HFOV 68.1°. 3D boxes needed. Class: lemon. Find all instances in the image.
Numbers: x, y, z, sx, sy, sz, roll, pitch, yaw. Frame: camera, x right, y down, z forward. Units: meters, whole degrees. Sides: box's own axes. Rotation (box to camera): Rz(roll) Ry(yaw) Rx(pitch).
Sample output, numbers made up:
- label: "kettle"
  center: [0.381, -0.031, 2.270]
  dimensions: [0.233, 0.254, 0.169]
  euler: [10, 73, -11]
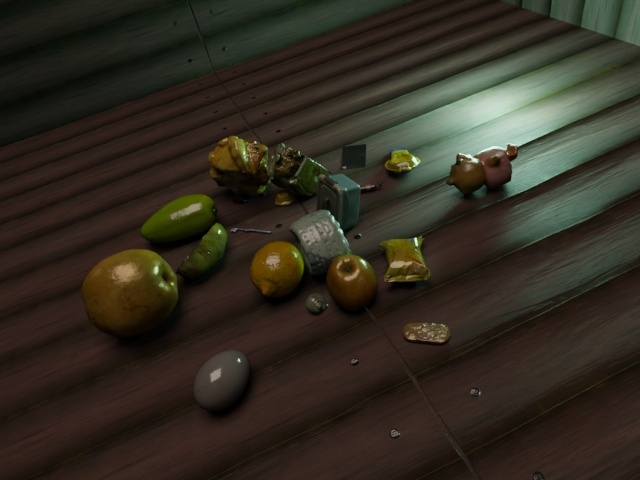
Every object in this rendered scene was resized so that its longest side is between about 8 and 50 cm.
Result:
- label: "lemon"
  center: [-0.152, 0.099, 1.672]
  dimensions: [0.186, 0.187, 0.244]
  euler: [4, 42, 20]

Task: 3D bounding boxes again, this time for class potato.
- label: "potato"
  center: [-0.446, 0.056, 1.855]
  dimensions: [0.111, 0.160, 0.272]
  euler: [37, 55, -8]

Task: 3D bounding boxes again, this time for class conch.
- label: "conch"
  center: [-0.017, 0.207, 1.619]
  dimensions: [0.076, 0.057, 0.085]
  euler: [-21, 42, -26]

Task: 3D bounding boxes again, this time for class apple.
- label: "apple"
  center: [0.102, 0.135, 1.583]
  dimensions: [0.182, 0.155, 0.182]
  euler: [-6, 42, 6]

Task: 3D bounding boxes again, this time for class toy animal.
- label: "toy animal"
  center: [0.632, -0.276, 1.878]
  dimensions: [0.281, 0.195, 0.169]
  euler: [-12, 82, -2]

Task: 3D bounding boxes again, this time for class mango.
- label: "mango"
  center: [-0.608, -0.090, 2.027]
  dimensions: [0.343, 0.156, 0.192]
  euler: [-20, 41, -4]

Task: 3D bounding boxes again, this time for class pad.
- label: "pad"
  center: [0.159, -0.401, 2.253]
  dimensions: [0.116, 0.004, 0.193]
  euler: [-4, 43, 11]

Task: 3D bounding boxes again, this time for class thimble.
- label: "thimble"
  center: [0.000, 0.000, 1.719]
  dimensions: [0.171, 0.205, 0.250]
  euler: [-24, 44, -8]

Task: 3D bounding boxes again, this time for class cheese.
- label: "cheese"
  center: [0.360, -0.358, 2.106]
  dimensions: [0.156, 0.064, 0.250]
  euler: [-8, 33, 7]

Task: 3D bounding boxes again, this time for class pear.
- label: "pear"
  center: [-0.660, 0.183, 1.652]
  dimensions: [0.314, 0.314, 0.314]
  euler: [-8, 43, 8]

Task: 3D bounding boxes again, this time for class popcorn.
- label: "popcorn"
  center: [-0.344, -0.336, 2.112]
  dimensions: [0.315, 0.297, 0.281]
  euler: [-23, 48, 41]

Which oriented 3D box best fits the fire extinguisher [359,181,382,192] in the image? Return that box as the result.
- label: "fire extinguisher"
  center: [0.183, -0.224, 2.040]
  dimensions: [0.173, 0.035, 0.049]
  euler: [-10, 4, 6]

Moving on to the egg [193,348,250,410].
- label: "egg"
  center: [-0.290, 0.411, 1.408]
  dimensions: [0.146, 0.146, 0.198]
  euler: [19, 45, 32]

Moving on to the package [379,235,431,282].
- label: "package"
  center: [0.295, 0.065, 1.651]
  dimensions: [0.168, 0.090, 0.226]
  euler: [-8, 40, 5]

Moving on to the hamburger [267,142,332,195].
- label: "hamburger"
  center: [-0.101, -0.289, 2.059]
  dimensions: [0.192, 0.288, 0.167]
  euler: [-54, 50, 7]

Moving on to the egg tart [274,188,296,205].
- label: "egg tart"
  center: [-0.160, -0.195, 2.098]
  dimensions: [0.105, 0.039, 0.105]
  euler: [-10, 42, 9]

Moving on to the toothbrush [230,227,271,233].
- label: "toothbrush"
  center: [-0.293, -0.039, 1.987]
  dimensions: [0.193, 0.013, 0.019]
  euler: [3, 52, 20]

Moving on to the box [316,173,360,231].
- label: "box"
  center: [0.064, -0.144, 1.853]
  dimensions: [0.130, 0.227, 0.162]
  euler: [-18, 39, -28]

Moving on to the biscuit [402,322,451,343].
- label: "biscuit"
  center: [0.326, 0.286, 1.461]
  dimensions: [0.147, 0.018, 0.071]
  euler: [1, 42, 18]
